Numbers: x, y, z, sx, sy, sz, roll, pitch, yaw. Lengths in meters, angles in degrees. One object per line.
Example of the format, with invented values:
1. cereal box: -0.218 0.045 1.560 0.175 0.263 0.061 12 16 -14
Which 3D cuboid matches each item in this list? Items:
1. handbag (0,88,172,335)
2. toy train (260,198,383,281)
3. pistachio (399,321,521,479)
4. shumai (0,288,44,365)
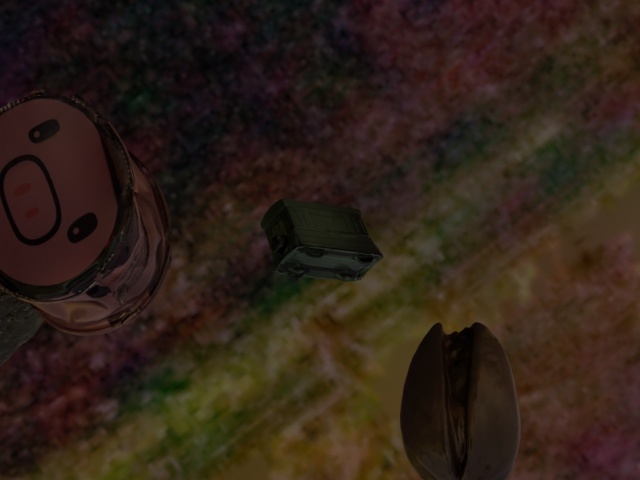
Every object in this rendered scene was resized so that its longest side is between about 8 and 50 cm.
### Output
1. handbag: -0.233 -0.022 1.249 0.179 0.205 0.116 -27 162 10
2. toy train: 0.000 0.000 1.012 0.093 0.056 0.038 6 140 -39
3. pistachio: 0.140 0.173 1.358 0.125 0.184 0.124 2 179 0
4. shumai: -0.417 0.021 1.467 0.261 0.222 0.225 -34 138 -2
